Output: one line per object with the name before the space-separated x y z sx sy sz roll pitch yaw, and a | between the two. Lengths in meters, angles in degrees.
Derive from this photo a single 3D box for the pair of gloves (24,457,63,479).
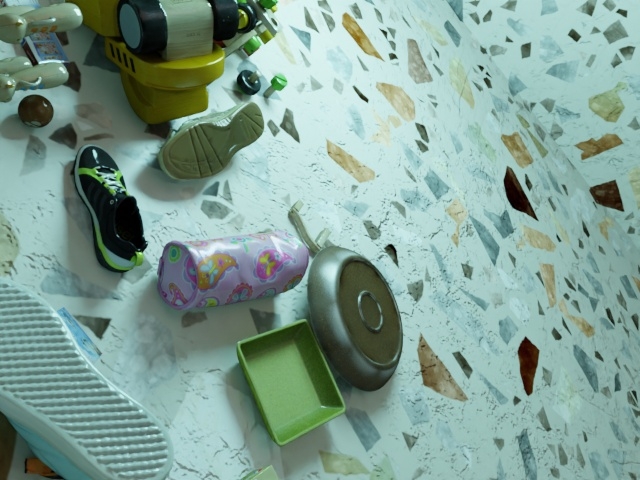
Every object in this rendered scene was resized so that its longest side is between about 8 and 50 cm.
pair of gloves | -0.351 0.320 0.894 0.074 0.010 0.083 12 60 -44

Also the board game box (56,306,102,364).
board game box | -0.349 0.139 0.962 0.020 0.090 0.090 -38 97 -6

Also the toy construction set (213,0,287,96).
toy construction set | -0.175 -0.492 1.438 0.257 0.237 0.309 -15 76 -50

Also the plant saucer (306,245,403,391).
plant saucer | 0.087 0.151 1.398 0.310 0.050 0.310 35 44 -42

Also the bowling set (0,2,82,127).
bowling set | -0.476 -0.252 1.018 0.154 0.287 0.200 -33 124 -45

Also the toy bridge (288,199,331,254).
toy bridge | 0.000 0.000 1.465 0.188 0.026 0.063 47 41 -13

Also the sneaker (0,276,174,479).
sneaker | -0.356 0.206 0.872 0.366 0.150 0.135 45 41 7

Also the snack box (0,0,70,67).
snack box | -0.505 -0.378 1.184 0.064 0.022 0.178 -24 84 -52

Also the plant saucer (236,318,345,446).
plant saucer | -0.060 0.252 1.219 0.188 0.045 0.188 -12 75 -49

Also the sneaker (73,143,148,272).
sneaker | -0.325 -0.062 1.104 0.084 0.097 0.234 -6 70 -49

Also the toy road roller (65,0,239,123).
toy road roller | -0.313 -0.367 1.265 0.202 0.240 0.329 -22 46 -36

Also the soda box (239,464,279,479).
soda box | -0.071 0.451 1.065 0.061 0.058 0.181 -21 81 -51

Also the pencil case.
pencil case | -0.150 0.047 1.209 0.284 0.124 0.124 -9 72 -50

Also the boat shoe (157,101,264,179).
boat shoe | -0.220 -0.191 1.326 0.285 0.089 0.104 -38 120 -49
